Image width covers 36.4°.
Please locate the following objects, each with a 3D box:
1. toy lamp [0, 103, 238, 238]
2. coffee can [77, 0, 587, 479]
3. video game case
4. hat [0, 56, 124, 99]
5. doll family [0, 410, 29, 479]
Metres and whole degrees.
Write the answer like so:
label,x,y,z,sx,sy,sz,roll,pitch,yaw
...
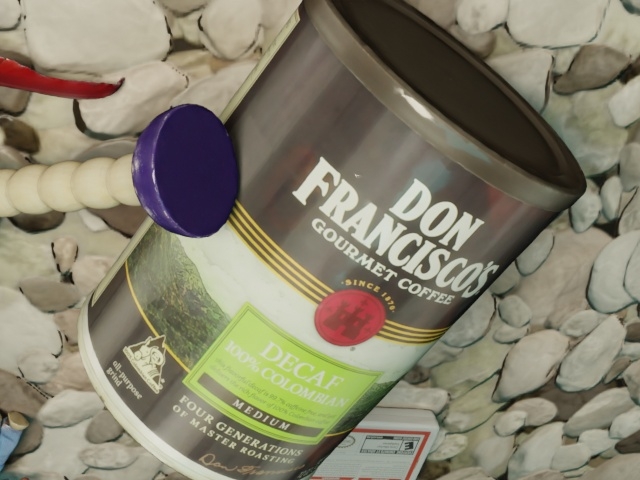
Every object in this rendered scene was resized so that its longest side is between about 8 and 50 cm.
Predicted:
label,x,y,z,sx,sy,sz,roll,pitch,yaw
toy lamp,-0.180,-0.026,0.570,0.275,0.080,0.080,-4,136,33
coffee can,0.000,0.000,0.624,0.201,0.201,0.275,25,117,-28
video game case,-0.026,0.264,0.929,0.204,0.025,0.285,6,124,-18
hat,-0.276,-0.081,0.577,0.173,0.208,0.183,-68,161,-7
doll family,-0.320,0.176,0.758,0.193,0.076,0.111,21,100,-21
